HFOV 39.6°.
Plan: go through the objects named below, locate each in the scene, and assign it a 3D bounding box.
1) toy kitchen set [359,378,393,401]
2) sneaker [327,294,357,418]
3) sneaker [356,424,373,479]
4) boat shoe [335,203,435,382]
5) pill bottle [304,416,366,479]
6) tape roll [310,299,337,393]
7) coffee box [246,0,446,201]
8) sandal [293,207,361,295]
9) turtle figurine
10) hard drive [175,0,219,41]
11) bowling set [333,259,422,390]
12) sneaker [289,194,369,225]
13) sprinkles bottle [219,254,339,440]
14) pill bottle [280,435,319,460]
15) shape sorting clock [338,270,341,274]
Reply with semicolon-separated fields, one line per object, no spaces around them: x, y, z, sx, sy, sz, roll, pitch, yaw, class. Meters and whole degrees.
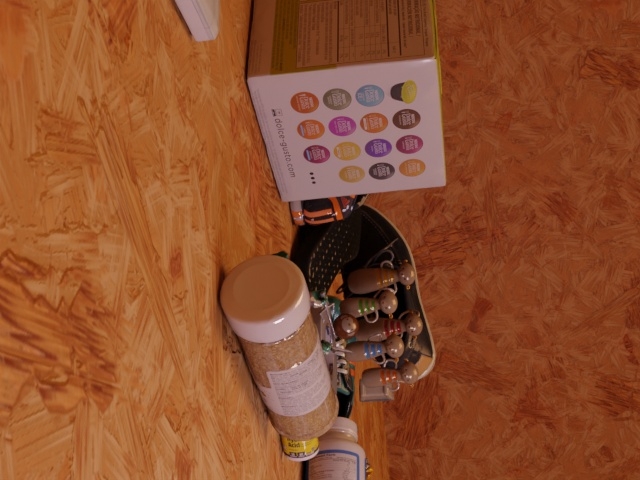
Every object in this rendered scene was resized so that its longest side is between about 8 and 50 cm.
0.089;0.290;2.156;0.122;0.166;0.207;66;21;-67;toy kitchen set
0.032;0.276;1.963;0.121;0.108;0.302;-81;166;-77;sneaker
0.089;0.569;2.252;0.088;0.093;0.225;76;11;-50;sneaker
0.138;0.105;2.169;0.156;0.187;0.500;33;34;-53;boat shoe
0.030;0.469;1.760;0.124;0.124;0.221;76;12;-49;pill bottle
-0.016;0.224;1.776;0.219;0.072;0.219;-5;90;-83;tape roll
0.062;-0.321;1.718;0.337;0.335;0.338;76;12;-52;coffee box
-0.001;-0.002;2.009;0.446;0.107;0.167;-49;136;-62;sandal
-0.037;0.139;1.513;0.234;0.118;0.175;59;7;-38;turtle figurine
-0.180;-0.414;1.086;0.307;0.040;0.203;68;19;-68;hard drive
0.127;0.190;1.887;0.200;0.154;0.286;-7;87;-71;bowling set
0.029;-0.174;1.953;0.124;0.180;0.321;71;16;-62;sneaker
-0.053;0.173;1.341;0.355;0.121;0.121;76;12;-50;sprinkles bottle
-0.041;0.320;1.554;0.065;0.065;0.116;-75;158;-69;pill bottle
0.026;-0.009;2.351;0.206;0.040;0.206;-8;90;-71;shape sorting clock
